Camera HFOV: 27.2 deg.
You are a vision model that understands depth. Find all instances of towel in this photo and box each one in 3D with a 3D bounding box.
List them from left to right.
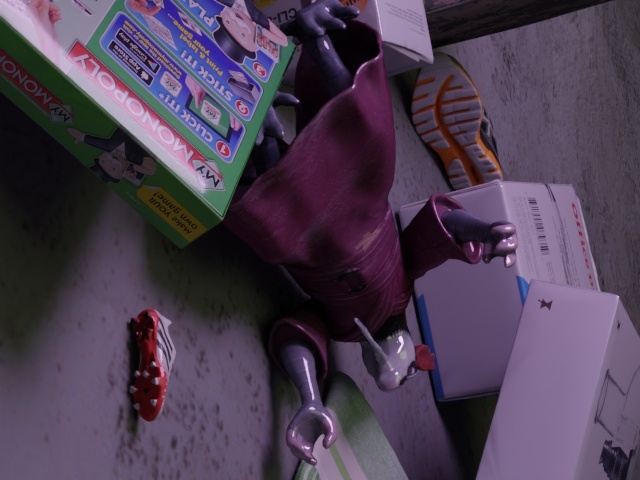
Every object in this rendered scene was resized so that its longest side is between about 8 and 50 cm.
[{"bbox_3d":[0.033,0.306,1.124,0.248,0.038,0.325,62,29,-25],"label":"towel"}]

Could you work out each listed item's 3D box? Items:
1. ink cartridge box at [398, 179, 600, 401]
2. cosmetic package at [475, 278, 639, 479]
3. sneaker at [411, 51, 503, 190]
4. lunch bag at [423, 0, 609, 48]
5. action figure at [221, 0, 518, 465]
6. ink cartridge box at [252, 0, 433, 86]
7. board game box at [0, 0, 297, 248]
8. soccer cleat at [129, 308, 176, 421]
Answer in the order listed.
[{"bbox_3d":[0.223,0.053,1.538,0.307,0.129,0.223,-3,80,-64],"label":"ink cartridge box"},{"bbox_3d":[0.228,0.260,1.299,0.284,0.097,0.377,41,64,-60],"label":"cosmetic package"},{"bbox_3d":[0.163,-0.147,1.585,0.215,0.084,0.083,65,24,-44],"label":"sneaker"},{"bbox_3d":[0.182,-0.371,1.470,0.212,0.305,0.256,-4,82,-65],"label":"lunch bag"},{"bbox_3d":[0.000,0.000,1.121,0.276,0.248,0.370,44,-17,46],"label":"action figure"},{"bbox_3d":[0.015,-0.242,1.262,0.127,0.128,0.176,4,74,-64],"label":"ink cartridge box"},{"bbox_3d":[-0.161,-0.169,0.844,0.317,0.046,0.213,43,37,-20],"label":"board game box"},{"bbox_3d":[-0.116,0.089,0.938,0.035,0.029,0.083,28,48,-53],"label":"soccer cleat"}]
